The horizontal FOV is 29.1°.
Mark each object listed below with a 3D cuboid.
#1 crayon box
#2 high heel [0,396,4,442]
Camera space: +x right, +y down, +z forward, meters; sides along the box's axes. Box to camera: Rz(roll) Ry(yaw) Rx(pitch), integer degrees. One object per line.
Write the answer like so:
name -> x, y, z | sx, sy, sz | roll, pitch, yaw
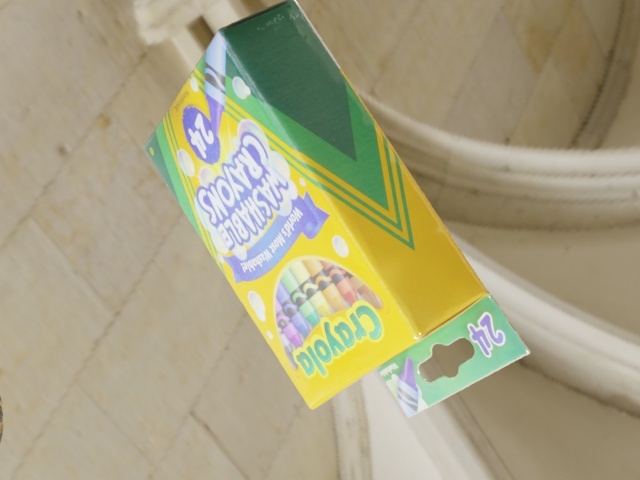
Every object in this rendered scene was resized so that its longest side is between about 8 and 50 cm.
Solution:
crayon box -> 0.000, 0.000, 0.982 | 0.083, 0.323, 0.203 | -30, 173, -32
high heel -> -0.316, 0.095, 0.895 | 0.093, 0.186, 0.261 | -11, -176, -40
